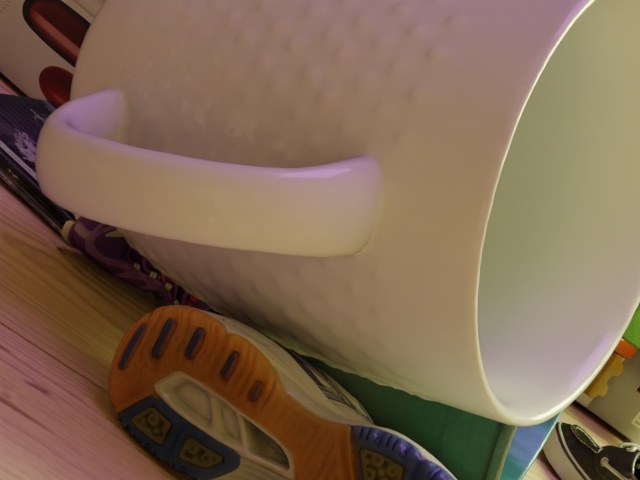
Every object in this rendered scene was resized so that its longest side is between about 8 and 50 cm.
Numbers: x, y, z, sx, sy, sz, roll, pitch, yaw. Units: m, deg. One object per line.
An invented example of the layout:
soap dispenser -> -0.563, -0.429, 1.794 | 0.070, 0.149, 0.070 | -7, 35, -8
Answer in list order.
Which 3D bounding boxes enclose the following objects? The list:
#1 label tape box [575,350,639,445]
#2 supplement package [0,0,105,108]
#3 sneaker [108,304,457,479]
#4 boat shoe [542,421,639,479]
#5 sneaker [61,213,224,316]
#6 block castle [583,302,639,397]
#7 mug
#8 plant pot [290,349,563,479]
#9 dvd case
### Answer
label tape box -> 0.246, 0.064, 2.141 | 0.348, 0.115, 0.249 | 34, 11, -9
supplement package -> -0.153, -0.180, 1.623 | 0.203, 0.194, 0.149 | 40, 10, 11
sneaker -> 0.018, 0.137, 1.097 | 0.296, 0.112, 0.131 | 43, 11, 18
boat shoe -> 0.274, 0.220, 1.690 | 0.078, 0.070, 0.219 | 30, 14, -39
sneaker -> -0.103, 0.017, 1.324 | 0.170, 0.068, 0.071 | 30, 19, -40
block castle -> 0.270, 0.074, 1.835 | 0.453, 0.213, 0.303 | 34, 6, -20
mug -> -0.005, -0.055, 1.147 | 0.328, 0.276, 0.374 | 17, 18, 29
plant pot -> 0.080, 0.021, 1.436 | 0.255, 0.271, 0.271 | 26, 8, 14
dvd case -> -0.196, -0.055, 1.439 | 0.164, 0.018, 0.221 | 42, 11, 12
